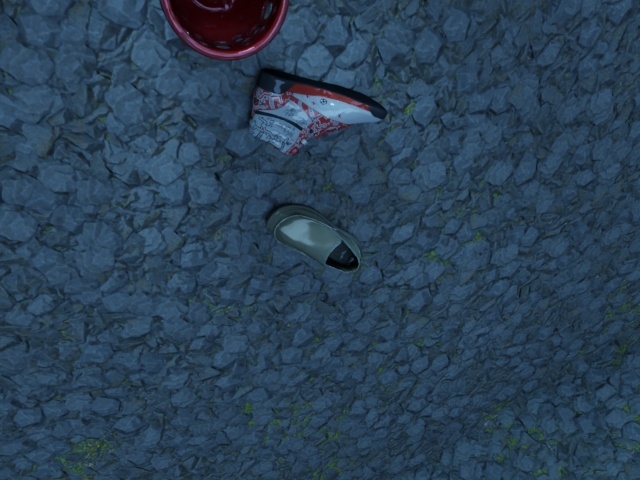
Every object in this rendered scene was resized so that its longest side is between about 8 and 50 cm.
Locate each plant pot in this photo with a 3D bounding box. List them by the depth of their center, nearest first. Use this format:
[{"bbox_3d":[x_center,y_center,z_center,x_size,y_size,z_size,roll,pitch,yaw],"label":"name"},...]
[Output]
[{"bbox_3d":[-0.160,-0.399,0.803,0.191,0.174,0.191,-10,125,-14],"label":"plant pot"}]

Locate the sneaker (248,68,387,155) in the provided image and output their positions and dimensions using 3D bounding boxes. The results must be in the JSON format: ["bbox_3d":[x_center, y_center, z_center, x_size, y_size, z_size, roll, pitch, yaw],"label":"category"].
[{"bbox_3d":[-0.010,-0.239,1.024,0.270,0.090,0.144,9,120,-22],"label":"sneaker"}]

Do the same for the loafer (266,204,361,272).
[{"bbox_3d":[0.000,0.000,1.186,0.269,0.092,0.101,22,113,-31],"label":"loafer"}]
